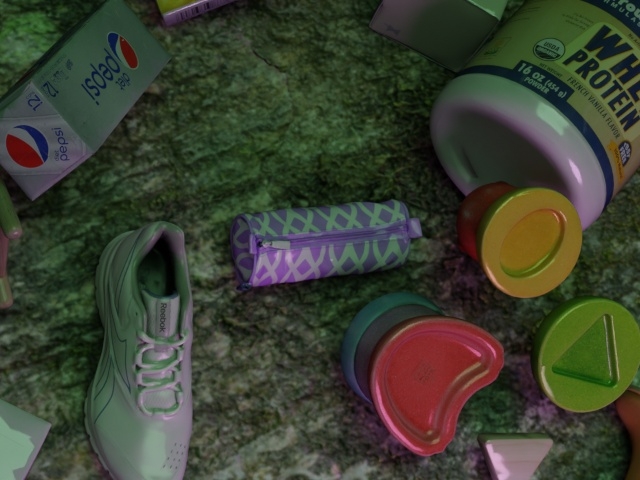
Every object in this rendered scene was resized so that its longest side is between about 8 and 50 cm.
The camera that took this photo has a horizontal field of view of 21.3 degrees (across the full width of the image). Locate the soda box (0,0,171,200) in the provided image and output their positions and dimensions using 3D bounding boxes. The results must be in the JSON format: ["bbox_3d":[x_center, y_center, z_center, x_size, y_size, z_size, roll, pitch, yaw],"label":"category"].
[{"bbox_3d":[-0.250,-0.154,1.748,0.098,0.091,0.286,50,25,-14],"label":"soda box"}]

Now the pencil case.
[{"bbox_3d":[0.000,0.000,1.870,0.206,0.088,0.086,-8,75,-22],"label":"pencil case"}]

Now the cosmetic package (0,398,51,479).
[{"bbox_3d":[-0.433,0.301,1.574,0.217,0.156,0.385,26,65,-6],"label":"cosmetic package"}]

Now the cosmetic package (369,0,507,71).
[{"bbox_3d":[0.184,-0.372,2.035,0.129,0.153,0.296,28,66,-6],"label":"cosmetic package"}]

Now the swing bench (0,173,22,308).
[{"bbox_3d":[-0.454,-0.054,1.693,0.253,0.165,0.255,-10,62,-21],"label":"swing bench"}]

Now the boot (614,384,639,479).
[{"bbox_3d":[0.359,0.273,1.904,0.152,0.073,0.197,-34,82,-22],"label":"boot"}]

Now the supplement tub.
[{"bbox_3d":[0.299,-0.179,1.961,0.228,0.228,0.316,43,63,0],"label":"supplement tub"}]

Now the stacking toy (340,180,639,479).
[{"bbox_3d":[0.186,0.106,1.876,0.309,0.130,0.279,-46,116,-5],"label":"stacking toy"}]

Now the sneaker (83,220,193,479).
[{"bbox_3d":[-0.180,0.117,1.743,0.111,0.129,0.297,0,72,-21],"label":"sneaker"}]

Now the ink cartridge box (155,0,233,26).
[{"bbox_3d":[-0.091,-0.441,1.940,0.303,0.072,0.307,-21,88,-1],"label":"ink cartridge box"}]
